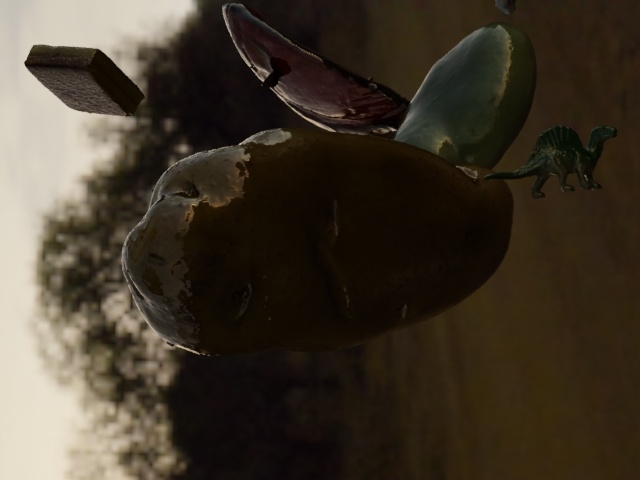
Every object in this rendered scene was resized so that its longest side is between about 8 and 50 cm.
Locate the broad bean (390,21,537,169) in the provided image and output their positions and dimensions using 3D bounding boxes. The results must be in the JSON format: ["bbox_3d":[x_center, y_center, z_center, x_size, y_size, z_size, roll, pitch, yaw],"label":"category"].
[{"bbox_3d":[0.149,-0.125,1.772,0.228,0.100,0.169,-50,29,3],"label":"broad bean"}]

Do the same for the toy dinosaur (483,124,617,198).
[{"bbox_3d":[0.198,-0.068,1.449,0.029,0.120,0.060,82,-178,-83],"label":"toy dinosaur"}]

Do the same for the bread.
[{"bbox_3d":[-0.244,-0.166,1.733,0.090,0.094,0.035,47,-120,-47],"label":"bread"}]

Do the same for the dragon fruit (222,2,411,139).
[{"bbox_3d":[0.017,-0.200,2.262,0.100,0.343,0.282,-62,20,2],"label":"dragon fruit"}]

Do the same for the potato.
[{"bbox_3d":[0.000,0.000,1.515,0.176,0.369,0.195,148,116,-69],"label":"potato"}]

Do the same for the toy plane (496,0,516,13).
[{"bbox_3d":[0.206,-0.383,1.941,0.252,0.118,0.252,-33,-51,-52],"label":"toy plane"}]
